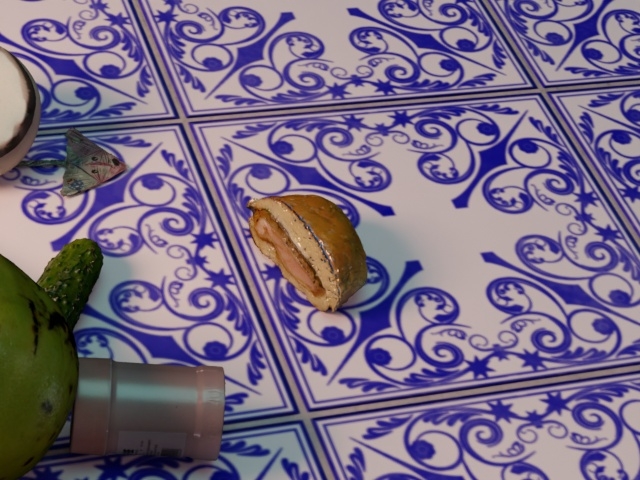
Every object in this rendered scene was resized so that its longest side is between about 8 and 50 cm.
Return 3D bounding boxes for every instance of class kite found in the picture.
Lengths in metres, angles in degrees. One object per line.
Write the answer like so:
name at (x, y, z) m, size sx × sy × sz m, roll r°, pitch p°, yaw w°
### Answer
kite at (-0.306, -0.095, 2.107) m, size 0.153 × 0.005 × 0.137 m, roll 6°, pitch 40°, yaw -6°

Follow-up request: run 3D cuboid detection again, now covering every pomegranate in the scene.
pomegranate at (-0.352, 0.155, 1.660) m, size 0.261 × 0.260 × 0.340 m, roll -4°, pitch 72°, yaw -17°

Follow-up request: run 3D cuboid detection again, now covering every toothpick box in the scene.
toothpick box at (-0.175, 0.170, 1.776) m, size 0.149 × 0.098 × 0.098 m, roll 4°, pitch 42°, yaw -9°

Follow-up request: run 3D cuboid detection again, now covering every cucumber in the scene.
cucumber at (-0.284, 0.063, 1.898) m, size 0.069 × 0.069 × 0.227 m, roll 16°, pitch 39°, yaw 5°

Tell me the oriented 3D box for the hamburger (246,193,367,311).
hamburger at (0.002, -0.005, 2.018) m, size 0.102 × 0.087 × 0.176 m, roll -24°, pitch 50°, yaw -31°

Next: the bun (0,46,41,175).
bun at (-0.412, -0.147, 2.053) m, size 0.173 × 0.120 × 0.172 m, roll 2°, pitch 74°, yaw -8°
